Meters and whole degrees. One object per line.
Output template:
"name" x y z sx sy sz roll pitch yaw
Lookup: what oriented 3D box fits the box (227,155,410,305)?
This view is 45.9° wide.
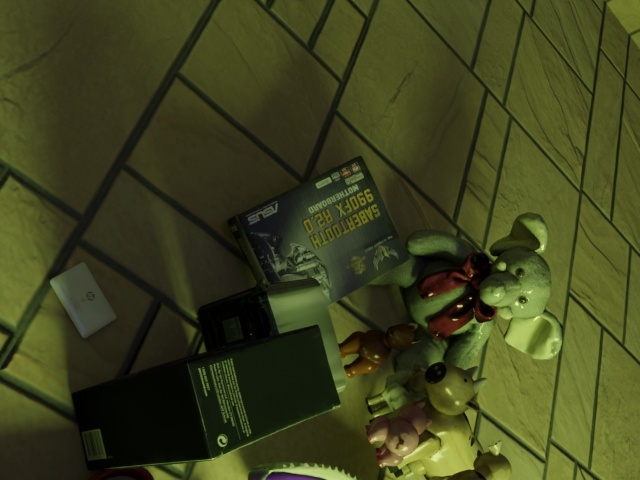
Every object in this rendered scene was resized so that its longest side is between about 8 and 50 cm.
"box" 0.000 0.000 1.148 0.231 0.056 0.183 -27 94 -23

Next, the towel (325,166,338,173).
"towel" 0.023 -0.060 1.268 0.148 0.027 0.110 -34 99 -44

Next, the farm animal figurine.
"farm animal figurine" 0.164 0.263 1.029 0.327 0.172 0.330 66 1 -51

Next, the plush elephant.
"plush elephant" 0.274 0.091 1.289 0.330 0.255 0.272 -9 82 -45

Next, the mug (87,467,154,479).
"mug" -0.240 0.336 0.844 0.169 0.150 0.113 12 103 -36

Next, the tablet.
"tablet" -0.293 0.073 0.936 0.054 0.006 0.083 -35 101 -45

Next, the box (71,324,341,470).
"box" -0.137 0.182 0.864 0.184 0.261 0.103 -7 80 -45

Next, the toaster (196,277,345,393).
"toaster" -0.066 0.141 1.002 0.110 0.185 0.168 -11 82 -40

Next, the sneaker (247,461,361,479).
"sneaker" 0.016 0.404 1.043 0.293 0.102 0.146 33 56 -31
